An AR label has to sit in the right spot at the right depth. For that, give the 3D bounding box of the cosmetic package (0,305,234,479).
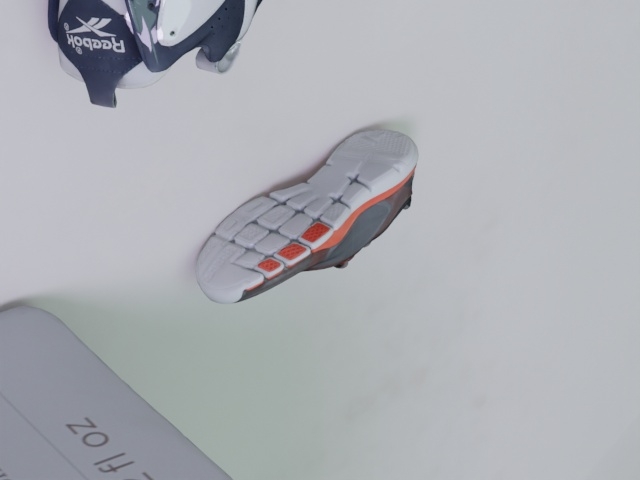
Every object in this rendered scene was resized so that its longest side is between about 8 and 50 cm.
[{"bbox_3d":[-0.210,0.288,0.737,0.393,0.329,0.327,-20,125,-32],"label":"cosmetic package"}]

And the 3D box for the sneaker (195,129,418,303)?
[{"bbox_3d":[0.000,0.000,0.951,0.158,0.061,0.065,-34,137,-21],"label":"sneaker"}]

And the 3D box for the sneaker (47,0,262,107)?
[{"bbox_3d":[-0.105,-0.142,0.758,0.235,0.094,0.153,11,96,-53],"label":"sneaker"}]
